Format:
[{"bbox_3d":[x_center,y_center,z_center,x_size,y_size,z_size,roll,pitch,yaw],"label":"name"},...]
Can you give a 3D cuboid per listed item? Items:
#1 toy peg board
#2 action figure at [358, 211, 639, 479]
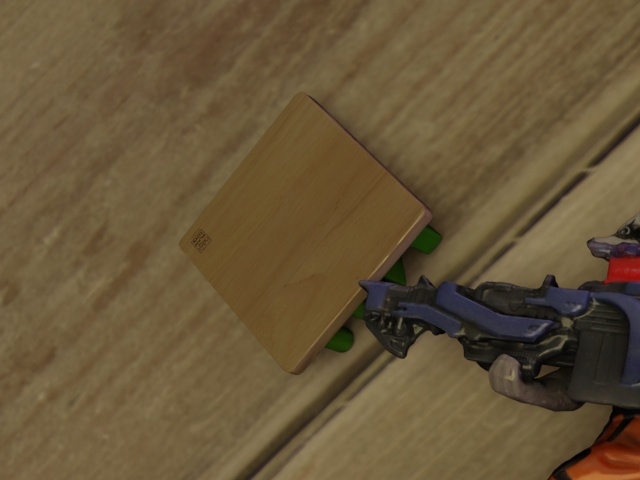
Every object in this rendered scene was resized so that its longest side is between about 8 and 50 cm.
[{"bbox_3d":[0.000,0.000,1.051,0.161,0.079,0.160,-50,56,10],"label":"toy peg board"},{"bbox_3d":[0.189,0.123,0.932,0.341,0.178,0.330,14,84,31],"label":"action figure"}]
